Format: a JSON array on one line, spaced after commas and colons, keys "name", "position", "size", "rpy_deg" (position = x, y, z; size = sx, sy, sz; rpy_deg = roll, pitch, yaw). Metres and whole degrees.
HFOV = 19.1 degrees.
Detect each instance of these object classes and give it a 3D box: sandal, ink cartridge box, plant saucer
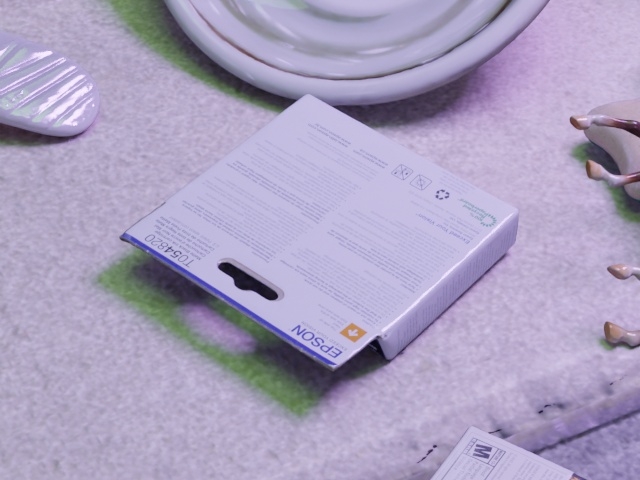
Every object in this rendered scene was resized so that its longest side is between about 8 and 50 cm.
[{"name": "sandal", "position": [-0.317, -0.140, 1.590], "size": [0.265, 0.076, 0.102], "rpy_deg": [24, 60, -5]}, {"name": "ink cartridge box", "position": [0.000, 0.000, 1.461], "size": [0.223, 0.045, 0.224], "rpy_deg": [31, 52, 28]}, {"name": "plant saucer", "position": [0.045, -0.298, 1.664], "size": [0.400, 0.100, 0.400], "rpy_deg": [-4, 75, 15]}]

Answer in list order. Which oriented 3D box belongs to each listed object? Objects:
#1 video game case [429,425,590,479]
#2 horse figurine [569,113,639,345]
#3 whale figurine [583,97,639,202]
[{"name": "video game case", "position": [0.129, 0.243, 1.210], "size": [0.210, 0.042, 0.232], "rpy_deg": [23, 48, 22]}, {"name": "horse figurine", "position": [0.290, -0.014, 1.431], "size": [0.174, 0.066, 0.263], "rpy_deg": [-4, 70, -7]}, {"name": "whale figurine", "position": [0.356, -0.116, 1.556], "size": [0.272, 0.141, 0.216], "rpy_deg": [-32, 52, 1]}]
